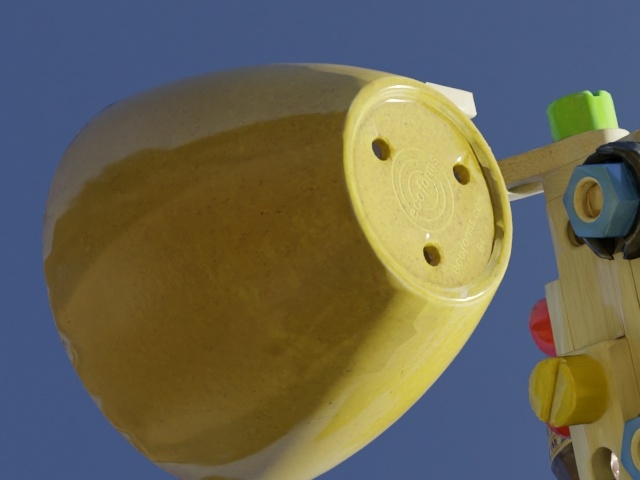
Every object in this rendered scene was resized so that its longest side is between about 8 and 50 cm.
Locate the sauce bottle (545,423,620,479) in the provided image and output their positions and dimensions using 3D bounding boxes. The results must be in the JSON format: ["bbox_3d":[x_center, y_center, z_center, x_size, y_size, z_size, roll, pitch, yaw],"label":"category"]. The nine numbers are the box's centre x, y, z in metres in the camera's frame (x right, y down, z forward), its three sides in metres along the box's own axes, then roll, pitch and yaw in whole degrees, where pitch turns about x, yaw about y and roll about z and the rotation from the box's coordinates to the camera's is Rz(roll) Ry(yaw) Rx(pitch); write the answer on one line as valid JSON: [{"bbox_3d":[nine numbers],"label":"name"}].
[{"bbox_3d":[0.146,0.114,0.911,0.042,0.128,0.042,0,-53,0],"label":"sauce bottle"}]

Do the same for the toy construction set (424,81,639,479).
[{"bbox_3d":[0.103,0.064,0.720,0.215,0.151,0.328,-30,-99,55],"label":"toy construction set"}]

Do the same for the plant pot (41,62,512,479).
[{"bbox_3d":[0.000,0.000,0.492,0.095,0.134,0.134,-25,-86,42],"label":"plant pot"}]
